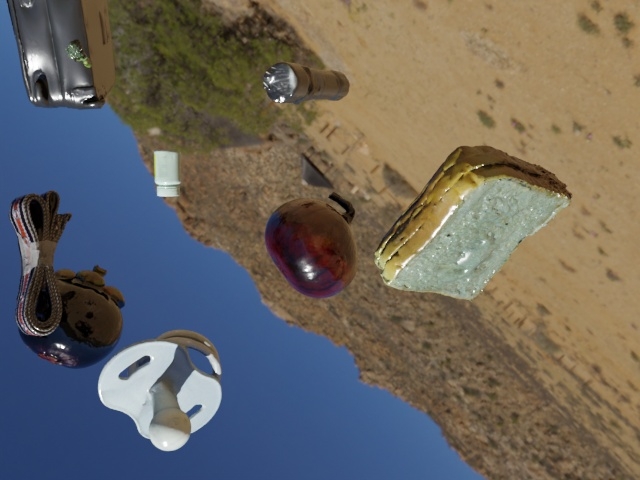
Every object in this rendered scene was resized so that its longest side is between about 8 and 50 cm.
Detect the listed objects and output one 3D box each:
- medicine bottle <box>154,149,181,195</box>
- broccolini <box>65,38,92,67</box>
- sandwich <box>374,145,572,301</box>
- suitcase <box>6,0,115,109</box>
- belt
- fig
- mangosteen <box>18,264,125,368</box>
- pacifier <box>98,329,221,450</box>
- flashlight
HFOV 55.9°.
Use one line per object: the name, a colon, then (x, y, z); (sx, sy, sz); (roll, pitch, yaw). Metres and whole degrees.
medicine bottle: (-0.275, -0.122, 1.085); (0.047, 0.083, 0.047); (1, -172, 0)
broccolini: (-0.450, -0.350, 1.133); (0.140, 0.030, 0.035); (-142, 42, -77)
sandwich: (0.266, -0.022, 1.078); (0.271, 0.301, 0.099); (6, -137, -39)
suitcase: (-0.601, -0.508, 1.448); (0.339, 0.188, 0.345); (-102, 10, -61)
belt: (-0.692, 0.055, 1.478); (0.126, 0.094, 0.359); (9, -105, -50)
fig: (-0.012, 0.013, 1.346); (0.235, 0.215, 0.235); (170, 90, -79)
mangosteen: (-0.678, 0.197, 1.682); (0.275, 0.275, 0.302); (42, -130, -31)
pacifier: (-0.324, 0.349, 1.303); (0.299, 0.244, 0.233); (55, -178, -35)
flashlight: (-0.024, -0.427, 1.637); (0.103, 0.103, 0.424); (47, -155, 6)
